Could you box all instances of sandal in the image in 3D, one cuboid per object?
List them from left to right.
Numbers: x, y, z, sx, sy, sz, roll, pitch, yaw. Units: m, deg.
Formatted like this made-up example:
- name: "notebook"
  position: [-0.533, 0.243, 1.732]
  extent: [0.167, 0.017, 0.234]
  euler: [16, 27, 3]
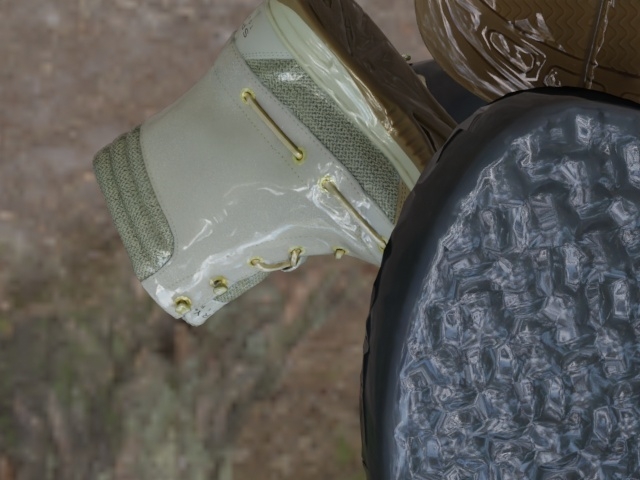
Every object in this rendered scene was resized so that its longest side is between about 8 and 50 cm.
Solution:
- name: "sandal"
  position: [0.129, 0.101, 0.702]
  extent: [0.107, 0.167, 0.446]
  euler: [37, 173, 48]

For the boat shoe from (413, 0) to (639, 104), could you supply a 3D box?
- name: "boat shoe"
  position: [0.176, -0.086, 0.692]
  extent: [0.285, 0.089, 0.104]
  euler: [6, 120, 2]

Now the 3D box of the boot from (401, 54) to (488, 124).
- name: "boot"
  position: [0.205, -0.176, 1.784]
  extent: [0.284, 0.377, 0.138]
  euler: [-15, 134, 24]

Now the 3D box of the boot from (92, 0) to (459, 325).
- name: "boot"
  position: [0.000, 0.000, 0.931]
  extent: [0.165, 0.213, 0.077]
  euler: [-38, 177, 28]
